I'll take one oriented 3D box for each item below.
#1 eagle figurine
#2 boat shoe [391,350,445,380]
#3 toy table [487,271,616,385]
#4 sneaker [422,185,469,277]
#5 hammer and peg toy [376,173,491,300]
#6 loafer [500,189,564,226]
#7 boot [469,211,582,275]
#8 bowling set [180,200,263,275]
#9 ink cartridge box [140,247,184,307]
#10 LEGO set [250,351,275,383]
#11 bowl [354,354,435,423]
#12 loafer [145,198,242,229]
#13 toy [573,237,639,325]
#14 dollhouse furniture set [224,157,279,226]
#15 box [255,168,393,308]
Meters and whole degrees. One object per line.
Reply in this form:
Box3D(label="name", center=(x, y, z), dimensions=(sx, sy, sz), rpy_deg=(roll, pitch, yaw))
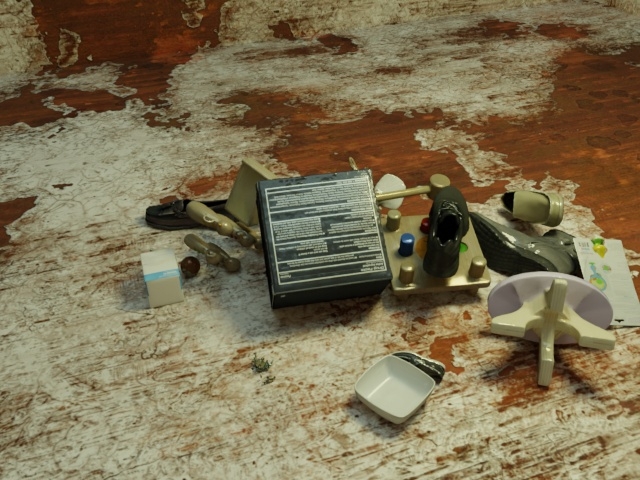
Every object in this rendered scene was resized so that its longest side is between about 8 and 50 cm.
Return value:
Box3D(label="eagle figurine", center=(0.080, -0.090, 1.863), dimensions=(0.226, 0.225, 0.298), rpy_deg=(31, 35, 19))
Box3D(label="boat shoe", center=(0.217, 0.285, 1.461), dimensions=(0.125, 0.046, 0.038), rpy_deg=(17, 35, 10))
Box3D(label="toy table", center=(0.516, 0.177, 1.451), dimensions=(0.275, 0.252, 0.161), rpy_deg=(-5, 19, 16))
Box3D(label="sneaker", center=(0.319, -0.046, 1.601), dimensions=(0.109, 0.130, 0.286), rpy_deg=(6, 47, 8))
Box3D(label="hammer and peg toy", center=(0.281, -0.009, 1.741), dimensions=(0.266, 0.127, 0.361), rpy_deg=(-5, 48, -5))
Box3D(label="loafer", center=(0.601, -0.094, 1.862), dimensions=(0.092, 0.101, 0.268), rpy_deg=(0, 7, -11))
Box3D(label="boot", center=(0.565, 0.013, 1.786), dimensions=(0.223, 0.118, 0.338), rpy_deg=(-20, 47, -33))
Box3D(label="bowling set", center=(-0.270, 0.031, 1.754), dimensions=(0.154, 0.199, 0.287), rpy_deg=(30, 4, 29))
Box3D(label="ink cartridge box", center=(-0.416, 0.090, 1.703), dimensions=(0.090, 0.092, 0.143), rpy_deg=(-11, 38, -13))
Box3D(label="LEGO set", center=(-0.132, 0.294, 1.483), dimensions=(0.054, 0.023, 0.083), rpy_deg=(-8, 50, -5))
Box3D(label="bowl", center=(0.157, 0.326, 1.397), dimensions=(0.142, 0.053, 0.142), rpy_deg=(28, 45, 33))
Box3D(label="loafer", center=(-0.382, -0.095, 1.951), dimensions=(0.303, 0.095, 0.109), rpy_deg=(3, 36, 6))
Box3D(label="toy", center=(0.717, 0.109, 1.641), dimensions=(0.137, 0.056, 0.237), rpy_deg=(3, 64, -10))
Box3D(label="dollhouse furniture set", center=(-0.139, -0.150, 1.869), dimensions=(0.212, 0.160, 0.242), rpy_deg=(37, 29, 20))
Box3D(label="box", center=(0.000, 0.000, 1.640), dimensions=(0.297, 0.182, 0.293), rpy_deg=(-7, 72, -8))
